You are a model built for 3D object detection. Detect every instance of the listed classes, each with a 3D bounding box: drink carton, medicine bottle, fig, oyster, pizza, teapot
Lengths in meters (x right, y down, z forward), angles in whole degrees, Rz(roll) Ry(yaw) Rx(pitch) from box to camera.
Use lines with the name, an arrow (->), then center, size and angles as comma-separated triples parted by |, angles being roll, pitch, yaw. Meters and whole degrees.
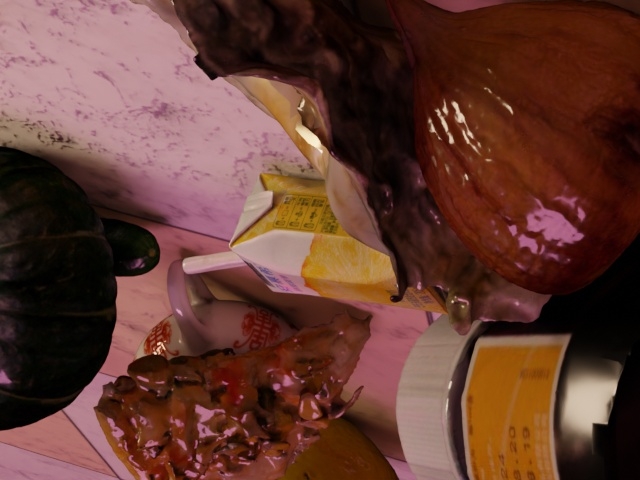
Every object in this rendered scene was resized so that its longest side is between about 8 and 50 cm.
drink carton -> 0.000, 0.000, 1.273 | 0.200, 0.074, 0.084 | 7, 156, 35
medicine bottle -> 0.189, 0.100, 1.157 | 0.242, 0.242, 0.395 | 25, 175, -13
fig -> 0.079, -0.072, 0.911 | 0.201, 0.146, 0.134 | 35, 126, -12
oyster -> -0.003, -0.081, 0.998 | 0.275, 0.100, 0.271 | 51, -166, 28
pizza -> -0.059, 0.142, 1.511 | 0.226, 0.069, 0.147 | -11, 121, -3
teapot -> -0.080, 0.109, 1.579 | 0.159, 0.116, 0.245 | -8, 132, 24

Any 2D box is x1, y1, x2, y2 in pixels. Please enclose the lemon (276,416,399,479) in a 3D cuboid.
lemon -> -0.024, 0.265, 1.791 | 0.219, 0.240, 0.240 | -6, 179, -37

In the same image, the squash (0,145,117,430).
squash -> -0.249, 0.033, 1.407 | 0.172, 0.218, 0.218 | -15, -176, -36

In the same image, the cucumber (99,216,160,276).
cucumber -> -0.227, 0.003, 1.534 | 0.284, 0.056, 0.056 | 5, 156, 41
